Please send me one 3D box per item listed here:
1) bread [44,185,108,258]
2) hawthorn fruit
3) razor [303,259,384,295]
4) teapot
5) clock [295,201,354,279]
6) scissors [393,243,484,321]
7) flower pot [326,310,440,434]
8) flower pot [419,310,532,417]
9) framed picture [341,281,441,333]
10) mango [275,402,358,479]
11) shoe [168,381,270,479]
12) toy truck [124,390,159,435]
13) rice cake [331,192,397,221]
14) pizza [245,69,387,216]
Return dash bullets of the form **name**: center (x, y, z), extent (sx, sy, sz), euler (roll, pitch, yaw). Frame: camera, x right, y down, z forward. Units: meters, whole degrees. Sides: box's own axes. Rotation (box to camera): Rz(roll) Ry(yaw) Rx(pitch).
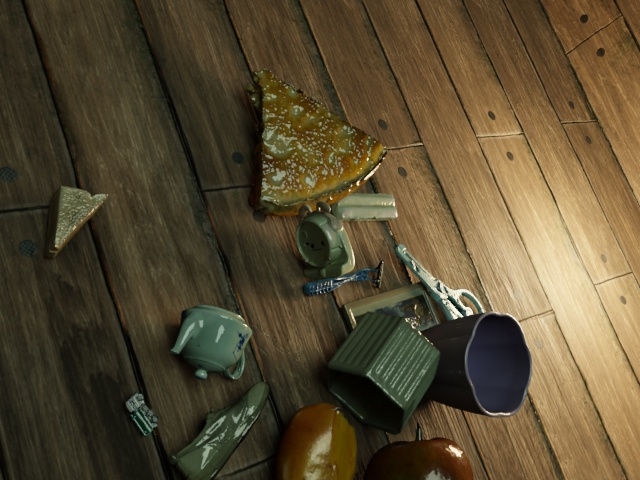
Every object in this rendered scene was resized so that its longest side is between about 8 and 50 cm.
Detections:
- **bread**: center (-0.507, -0.031, 1.454), extent (0.105, 0.077, 0.152), euler (12, 62, -30)
- **hawthorn fruit**: center (0.220, 0.554, 1.552), extent (0.268, 0.268, 0.301), euler (15, 72, -30)
- **razor**: center (0.062, 0.107, 1.829), extent (0.253, 0.042, 0.082), euler (-11, 116, -38)
- **teapot**: center (-0.233, 0.226, 1.487), extent (0.232, 0.159, 0.159), euler (43, 42, -50)
- **clock**: center (0.000, 0.000, 1.740), extent (0.062, 0.151, 0.191), euler (-23, 99, -40)
- **scissors**: center (0.345, 0.146, 1.994), extent (0.393, 0.032, 0.180), euler (46, 43, -15)
- **flower pot**: center (0.146, 0.309, 1.653), extent (0.209, 0.239, 0.189), euler (27, 57, 22)
- **flower pot**: center (0.369, 0.318, 1.790), extent (0.265, 0.243, 0.265), euler (8, 76, -36)
- **framed picture**: center (0.212, 0.245, 1.878), extent (0.315, 0.024, 0.232), euler (-14, 77, -39)
- **mango**: center (-0.016, 0.497, 1.511), extent (0.187, 0.138, 0.257), euler (46, 50, -33)
- **shoe**: center (-0.200, 0.390, 1.453), extent (0.098, 0.103, 0.275), euler (39, 47, 4)
- **toy truck**: center (-0.358, 0.346, 1.398), extent (0.044, 0.039, 0.083), euler (-37, 93, -28)
- **rice cake**: center (0.123, -0.094, 1.974), extent (0.226, 0.040, 0.085), euler (-2, 68, -37)
- **pizza**: center (-0.060, -0.278, 1.880), extent (0.440, 0.130, 0.406), euler (-26, 83, -31)
